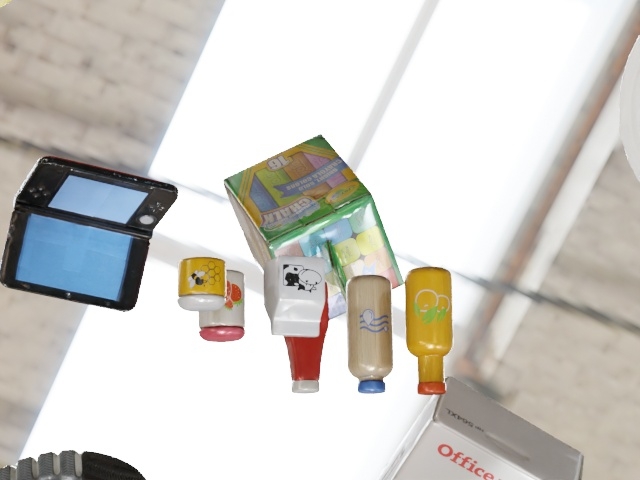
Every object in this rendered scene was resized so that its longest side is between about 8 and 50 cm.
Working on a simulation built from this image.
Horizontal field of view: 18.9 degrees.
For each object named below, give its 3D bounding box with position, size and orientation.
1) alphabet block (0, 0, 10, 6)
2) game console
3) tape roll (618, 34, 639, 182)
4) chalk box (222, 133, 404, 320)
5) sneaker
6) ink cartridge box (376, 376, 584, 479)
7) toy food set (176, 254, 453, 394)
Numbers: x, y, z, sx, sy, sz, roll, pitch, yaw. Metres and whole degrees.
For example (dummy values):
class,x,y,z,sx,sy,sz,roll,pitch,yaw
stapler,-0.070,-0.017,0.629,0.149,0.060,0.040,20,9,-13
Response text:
class,x,y,z,sx,sy,sz,roll,pitch,yaw
alphabet block,-0.334,-0.317,1.734,0.193,0.197,0.192,-5,-151,46
game console,-0.223,-0.005,1.857,0.144,0.124,0.085,13,-124,-23
tape roll,0.477,-0.148,2.141,0.100,0.286,0.286,0,-149,-49
chalk box,0.000,0.000,2.121,0.132,0.132,0.213,-26,-145,-8
sneaker,-0.230,0.239,1.550,0.229,0.132,0.086,-8,-126,10
ink cartridge box,0.122,0.245,1.720,0.148,0.203,0.086,30,-151,-2
toy food set,-0.011,0.076,1.583,0.232,0.104,0.111,3,167,-21
